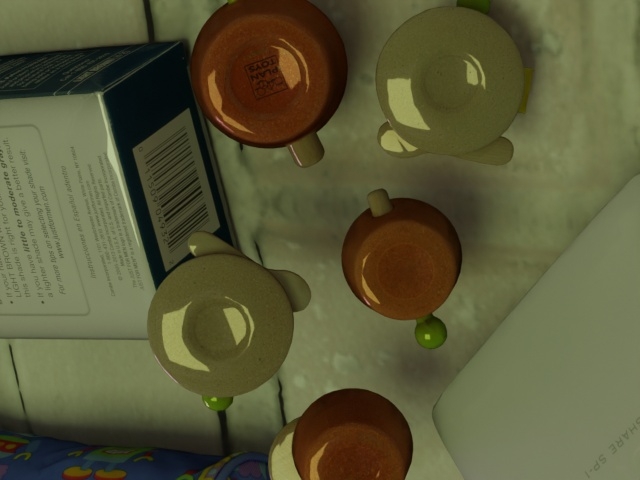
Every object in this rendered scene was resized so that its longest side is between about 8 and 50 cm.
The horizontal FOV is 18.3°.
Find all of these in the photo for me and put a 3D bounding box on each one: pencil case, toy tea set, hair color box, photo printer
[{"bbox_3d":[-0.170,0.198,1.402,0.306,0.133,0.119,1,89,28],"label":"pencil case"},{"bbox_3d":[0.000,0.000,1.200,0.200,0.124,0.336,12,99,-2],"label":"toy tea set"},{"bbox_3d":[-0.238,-0.030,1.340,0.347,0.105,0.174,-1,113,30],"label":"hair color box"},{"bbox_3d":[0.217,0.142,1.095,0.256,0.107,0.308,-52,57,37],"label":"photo printer"}]
